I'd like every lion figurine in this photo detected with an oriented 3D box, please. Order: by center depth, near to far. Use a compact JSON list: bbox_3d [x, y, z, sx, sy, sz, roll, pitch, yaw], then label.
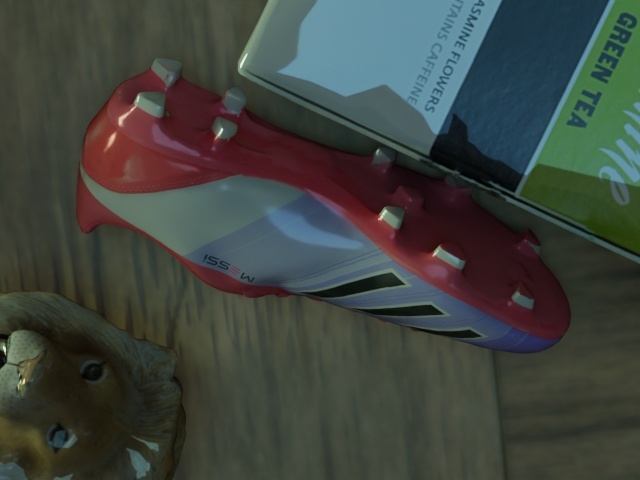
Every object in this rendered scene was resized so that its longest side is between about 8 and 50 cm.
[{"bbox_3d":[-0.230,0.193,0.682,0.240,0.142,0.392,21,89,2],"label":"lion figurine"}]

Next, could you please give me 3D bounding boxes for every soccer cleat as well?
[{"bbox_3d":[0.000,0.000,0.713,0.248,0.083,0.095,25,125,-6],"label":"soccer cleat"}]

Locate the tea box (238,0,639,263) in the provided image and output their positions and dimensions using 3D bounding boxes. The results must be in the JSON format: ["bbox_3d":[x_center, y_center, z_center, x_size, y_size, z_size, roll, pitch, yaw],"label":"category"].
[{"bbox_3d":[0.182,-0.149,0.615,0.323,0.220,0.329,26,96,-1],"label":"tea box"}]
